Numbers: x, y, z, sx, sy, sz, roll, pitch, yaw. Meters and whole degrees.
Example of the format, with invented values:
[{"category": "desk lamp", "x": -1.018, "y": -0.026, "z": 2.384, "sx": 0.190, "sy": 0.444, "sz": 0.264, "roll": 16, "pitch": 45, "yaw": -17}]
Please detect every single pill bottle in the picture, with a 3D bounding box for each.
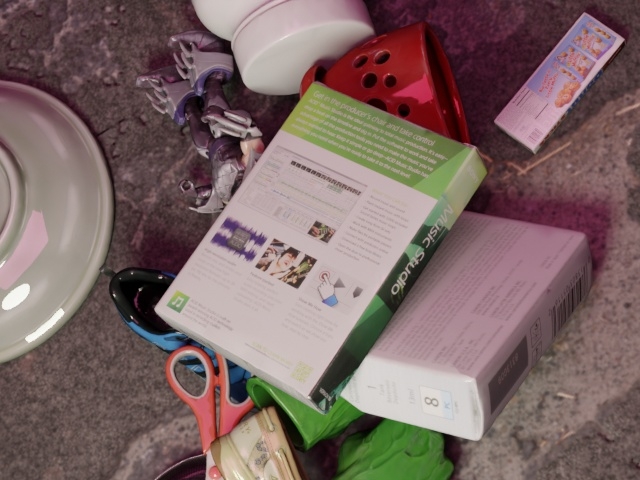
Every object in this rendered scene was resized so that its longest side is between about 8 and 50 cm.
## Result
[{"category": "pill bottle", "x": -0.076, "y": -0.398, "z": 1.877, "sx": 0.229, "sy": 0.229, "sz": 0.407, "roll": -22, "pitch": 71, "yaw": 8}]

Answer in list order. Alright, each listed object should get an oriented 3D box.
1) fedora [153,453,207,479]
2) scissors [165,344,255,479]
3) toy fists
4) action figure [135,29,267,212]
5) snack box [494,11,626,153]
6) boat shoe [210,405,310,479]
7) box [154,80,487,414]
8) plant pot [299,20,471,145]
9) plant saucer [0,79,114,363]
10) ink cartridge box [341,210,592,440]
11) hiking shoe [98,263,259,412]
[{"category": "fedora", "x": -0.119, "y": 0.368, "z": 1.743, "sx": 0.275, "sy": 0.124, "sz": 0.243, "roll": 29, "pitch": 85, "yaw": 20}, {"category": "scissors", "x": -0.108, "y": 0.245, "z": 1.699, "sx": 0.109, "sy": 0.021, "sz": 0.297, "roll": -10, "pitch": 71, "yaw": -2}, {"category": "toy fists", "x": 0.042, "y": 0.217, "z": 1.718, "sx": 0.142, "sy": 0.096, "sz": 0.279, "roll": -38, "pitch": 90, "yaw": -26}, {"category": "action figure", "x": -0.131, "y": -0.126, "z": 1.869, "sx": 0.185, "sy": 0.099, "sz": 0.285, "roll": -58, "pitch": 47, "yaw": 42}, {"category": "snack box", "x": 0.294, "y": -0.194, "z": 1.838, "sx": 0.064, "sy": 0.022, "sz": 0.178, "roll": 39, "pitch": 88, "yaw": 21}, {"category": "boat shoe", "x": -0.009, "y": 0.318, "z": 1.649, "sx": 0.089, "sy": 0.104, "sz": 0.285, "roll": -36, "pitch": 96, "yaw": 0}, {"category": "box", "x": 0.000, "y": 0.000, "z": 1.612, "sx": 0.232, "sy": 0.058, "sz": 0.322, "roll": 27, "pitch": 77, "yaw": 34}, {"category": "plant pot", "x": 0.075, "y": -0.150, "z": 1.795, "sx": 0.174, "sy": 0.191, "sz": 0.191, "roll": -15, "pitch": 73, "yaw": 13}, {"category": "plant saucer", "x": -0.472, "y": -0.034, "z": 1.953, "sx": 0.401, "sy": 0.100, "sz": 0.400, "roll": -3, "pitch": 76, "yaw": 13}, {"category": "ink cartridge box", "x": 0.075, "y": 0.070, "z": 1.713, "sx": 0.385, "sy": 0.091, "sz": 0.308, "roll": 10, "pitch": 36, "yaw": 30}, {"category": "hiking shoe", "x": -0.129, "y": 0.124, "z": 1.803, "sx": 0.304, "sy": 0.132, "sz": 0.113, "roll": 23, "pitch": 82, "yaw": 17}]
